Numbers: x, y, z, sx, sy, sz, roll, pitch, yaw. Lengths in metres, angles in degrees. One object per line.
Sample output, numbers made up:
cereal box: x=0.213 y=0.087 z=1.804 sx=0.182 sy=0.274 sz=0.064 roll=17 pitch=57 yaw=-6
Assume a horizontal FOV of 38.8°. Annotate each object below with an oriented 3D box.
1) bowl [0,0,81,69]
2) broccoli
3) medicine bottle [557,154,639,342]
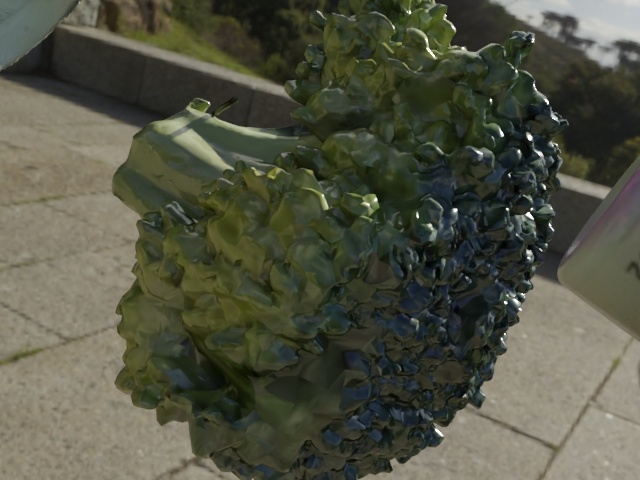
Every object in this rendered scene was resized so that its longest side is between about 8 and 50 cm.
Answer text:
bowl: x=-0.359 y=-0.304 z=0.872 sx=0.146 sy=0.313 sz=0.313 roll=45 pitch=23 yaw=12
broccoli: x=-0.007 y=0.009 z=0.610 sx=0.281 sy=0.293 sz=0.348 roll=33 pitch=52 yaw=21
medicine bottle: x=0.465 y=0.068 z=0.953 sx=0.388 sy=0.219 sz=0.219 roll=38 pitch=20 yaw=10
